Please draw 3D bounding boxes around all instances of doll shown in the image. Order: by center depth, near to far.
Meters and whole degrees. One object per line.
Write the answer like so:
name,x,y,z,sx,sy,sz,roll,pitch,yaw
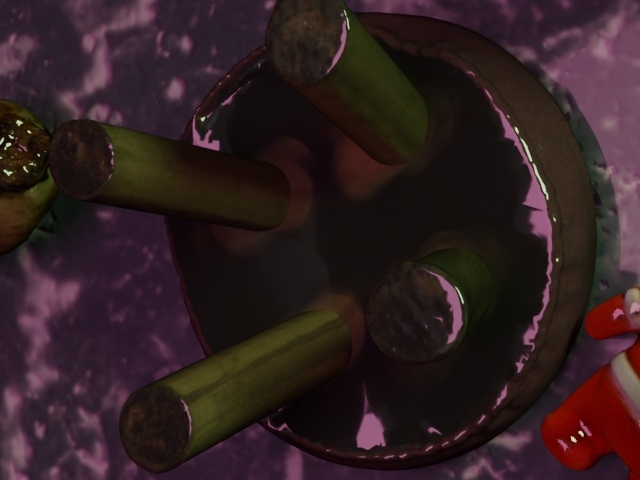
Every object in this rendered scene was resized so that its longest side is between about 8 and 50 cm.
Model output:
doll,0.224,0.052,0.694,0.245,0.076,0.142,-46,69,23

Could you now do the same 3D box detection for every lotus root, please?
lotus root,-0.269,-0.037,0.947,0.258,0.097,0.110,-7,78,35

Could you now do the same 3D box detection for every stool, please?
stool,0.000,0.000,0.753,0.272,0.178,0.272,0,89,29
